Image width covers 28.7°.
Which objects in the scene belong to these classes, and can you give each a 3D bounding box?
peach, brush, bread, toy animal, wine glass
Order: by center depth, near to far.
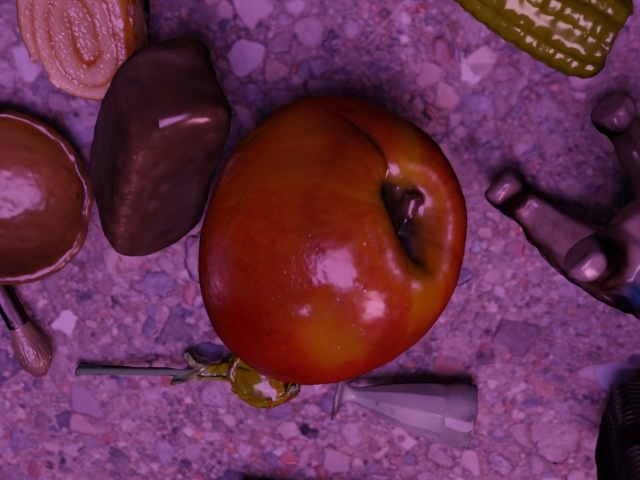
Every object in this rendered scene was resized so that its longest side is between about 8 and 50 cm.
[{"bbox_3d":[0.332,0.036,1.116,0.194,0.344,0.303,-42,106,10],"label":"toy animal"},{"bbox_3d":[0.000,0.000,1.181,0.281,0.238,0.281,16,112,45],"label":"peach"},{"bbox_3d":[-0.227,-0.212,1.188,0.122,0.073,0.149,2,119,11],"label":"bread"},{"bbox_3d":[-0.363,0.021,1.346,0.039,0.042,0.299,-22,110,2],"label":"brush"},{"bbox_3d":[0.092,0.177,1.355,0.155,0.073,0.073,11,118,5],"label":"wine glass"}]

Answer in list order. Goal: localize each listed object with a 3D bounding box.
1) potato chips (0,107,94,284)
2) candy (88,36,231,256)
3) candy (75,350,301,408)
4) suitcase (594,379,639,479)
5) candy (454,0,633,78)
[{"bbox_3d":[-0.339,-0.044,1.280,0.208,0.062,0.195,-31,108,3],"label":"potato chips"},{"bbox_3d":[-0.155,-0.086,1.185,0.102,0.104,0.234,-10,151,-22],"label":"candy"},{"bbox_3d":[-0.147,0.143,1.375,0.262,0.073,0.077,0,99,15],"label":"candy"},{"bbox_3d":[0.441,0.247,1.271,0.312,0.202,0.128,5,124,0],"label":"suitcase"},{"bbox_3d":[0.178,-0.225,1.121,0.209,0.097,0.097,28,117,-3],"label":"candy"}]
